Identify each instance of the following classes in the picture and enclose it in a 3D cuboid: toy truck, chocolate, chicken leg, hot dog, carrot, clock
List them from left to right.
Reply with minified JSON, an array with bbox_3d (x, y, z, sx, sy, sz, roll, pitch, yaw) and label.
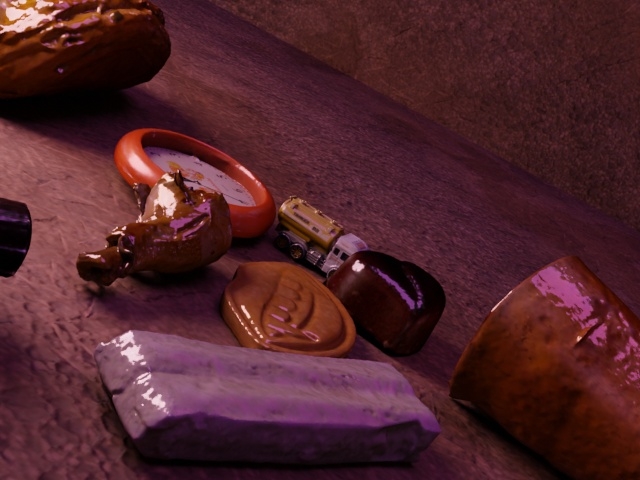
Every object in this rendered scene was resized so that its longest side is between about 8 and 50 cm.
[{"bbox_3d":[-0.346,-0.283,1.187,0.267,0.174,0.387,29,19,9],"label":"hot dog"},{"bbox_3d":[-0.158,-0.009,0.869,0.207,0.085,0.101,-28,100,-60],"label":"chicken leg"},{"bbox_3d":[-0.148,-0.067,1.083,0.205,0.051,0.205,26,19,-10],"label":"clock"},{"bbox_3d":[0.000,0.000,1.097,0.123,0.063,0.052,33,18,15],"label":"toy truck"},{"bbox_3d":[0.075,0.063,1.013,0.149,0.080,0.125,24,18,-16],"label":"chocolate"},{"bbox_3d":[0.280,0.164,0.888,0.254,0.196,0.196,43,23,27],"label":"carrot"}]

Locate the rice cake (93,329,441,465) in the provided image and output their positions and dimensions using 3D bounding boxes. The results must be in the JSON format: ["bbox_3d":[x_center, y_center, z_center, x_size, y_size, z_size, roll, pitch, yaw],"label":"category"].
[{"bbox_3d":[-0.029,0.130,0.728,0.298,0.050,0.106,13,24,-39],"label":"rice cake"}]

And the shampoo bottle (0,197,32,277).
[{"bbox_3d":[-0.337,-0.024,0.617,0.278,0.104,0.104,13,23,-38],"label":"shampoo bottle"}]

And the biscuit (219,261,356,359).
[{"bbox_3d":[-0.030,0.073,0.917,0.142,0.029,0.220,28,18,0],"label":"biscuit"}]
